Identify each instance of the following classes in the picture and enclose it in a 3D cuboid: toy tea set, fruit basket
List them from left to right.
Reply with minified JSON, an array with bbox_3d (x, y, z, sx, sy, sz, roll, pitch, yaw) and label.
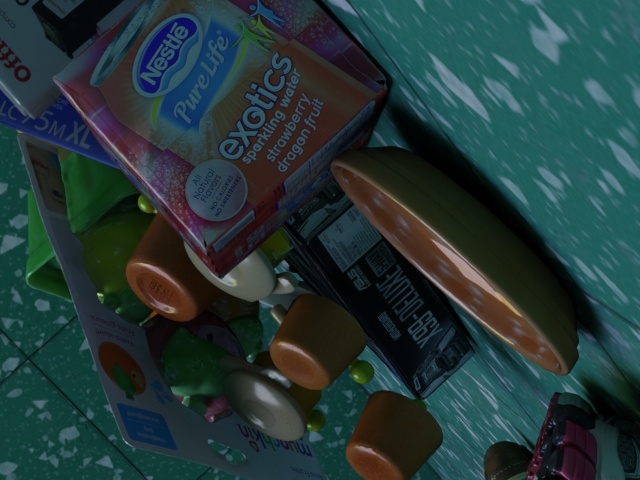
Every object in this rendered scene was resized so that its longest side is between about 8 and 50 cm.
[{"bbox_3d":[-0.126,0.071,1.678,0.327,0.165,0.353,27,-154,-51],"label":"fruit basket"},{"bbox_3d":[-0.019,0.067,1.519,0.200,0.124,0.336,-6,129,48],"label":"toy tea set"}]

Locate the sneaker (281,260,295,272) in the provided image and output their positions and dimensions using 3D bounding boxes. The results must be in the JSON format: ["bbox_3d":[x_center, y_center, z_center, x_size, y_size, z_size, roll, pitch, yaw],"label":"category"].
[{"bbox_3d":[0.000,0.000,1.877,0.098,0.083,0.224,27,175,15],"label":"sneaker"}]

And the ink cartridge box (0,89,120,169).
[{"bbox_3d":[-0.236,-0.130,1.556,0.186,0.065,0.311,21,-174,-33],"label":"ink cartridge box"}]

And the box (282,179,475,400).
[{"bbox_3d":[0.001,-0.013,1.619,0.242,0.076,0.307,45,175,37],"label":"box"}]

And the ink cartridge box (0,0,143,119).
[{"bbox_3d":[-0.181,-0.189,1.240,0.127,0.175,0.072,48,176,-2],"label":"ink cartridge box"}]

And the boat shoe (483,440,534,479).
[{"bbox_3d":[0.243,0.302,1.999,0.095,0.095,0.257,62,179,37],"label":"boat shoe"}]

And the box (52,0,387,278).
[{"bbox_3d":[-0.061,-0.082,1.181,0.142,0.154,0.300,48,177,2],"label":"box"}]

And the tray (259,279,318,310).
[{"bbox_3d":[0.029,0.075,1.880,0.145,0.030,0.270,11,-177,-26],"label":"tray"}]

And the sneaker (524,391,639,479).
[{"bbox_3d":[0.196,0.178,1.219,0.112,0.121,0.299,17,180,6],"label":"sneaker"}]

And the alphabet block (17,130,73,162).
[{"bbox_3d":[-0.220,-0.135,1.935,0.192,0.193,0.197,41,172,46],"label":"alphabet block"}]

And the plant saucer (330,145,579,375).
[{"bbox_3d":[0.091,0.007,1.114,0.200,0.037,0.200,42,176,4],"label":"plant saucer"}]
